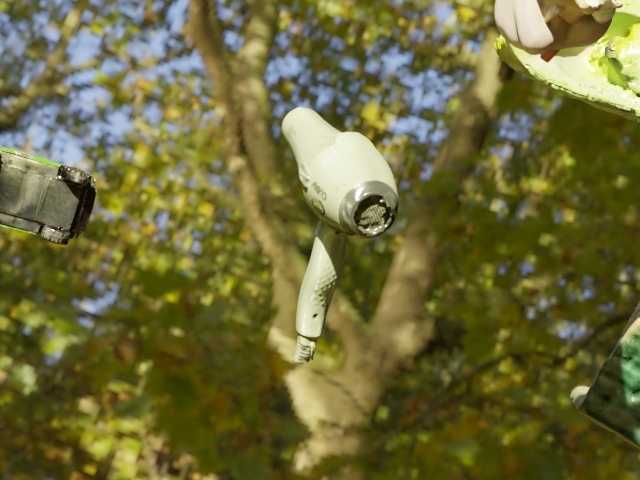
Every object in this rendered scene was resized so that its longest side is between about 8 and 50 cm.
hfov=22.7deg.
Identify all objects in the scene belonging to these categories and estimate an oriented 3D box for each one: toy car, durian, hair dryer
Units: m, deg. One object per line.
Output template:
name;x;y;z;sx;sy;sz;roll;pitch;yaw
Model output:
toy car;-0.275;-0.049;1.357;0.165;0.071;0.062;16;10;-24
durian;0.348;-0.161;1.720;0.355;0.169;0.157;19;-47;-7
hair dryer;-0.002;-0.031;1.530;0.088;0.219;0.225;6;-47;-20

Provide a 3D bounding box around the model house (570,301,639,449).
model house;0.554;0.208;1.879;0.445;0.400;0.395;35;-24;4

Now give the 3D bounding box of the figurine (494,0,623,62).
figurine;0.216;-0.228;1.398;0.112;0.137;0.229;24;-17;-3
